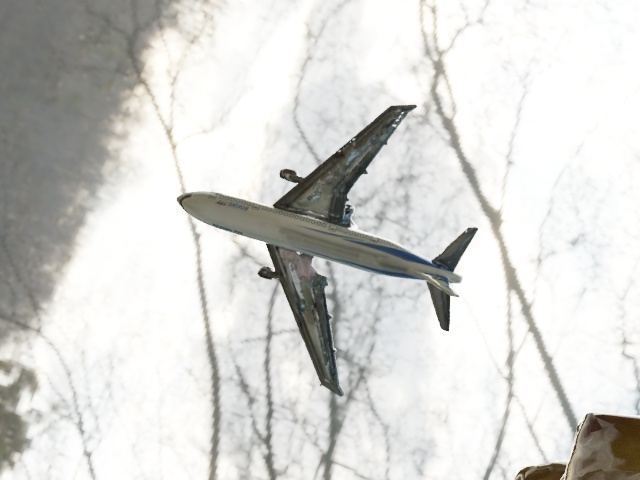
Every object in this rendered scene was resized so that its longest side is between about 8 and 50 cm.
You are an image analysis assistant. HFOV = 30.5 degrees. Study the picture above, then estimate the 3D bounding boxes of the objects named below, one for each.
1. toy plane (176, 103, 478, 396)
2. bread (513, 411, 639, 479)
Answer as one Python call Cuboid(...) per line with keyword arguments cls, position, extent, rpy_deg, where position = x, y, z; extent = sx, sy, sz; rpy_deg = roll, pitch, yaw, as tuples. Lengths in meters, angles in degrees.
Cuboid(cls="toy plane", position=(0.003, 0.000, 0.855), extent=(0.058, 0.226, 0.226), rpy_deg=(-24, 130, -66))
Cuboid(cls="bread", position=(0.195, 0.227, 0.484), extent=(0.369, 0.191, 0.314), rpy_deg=(4, -128, 30))
